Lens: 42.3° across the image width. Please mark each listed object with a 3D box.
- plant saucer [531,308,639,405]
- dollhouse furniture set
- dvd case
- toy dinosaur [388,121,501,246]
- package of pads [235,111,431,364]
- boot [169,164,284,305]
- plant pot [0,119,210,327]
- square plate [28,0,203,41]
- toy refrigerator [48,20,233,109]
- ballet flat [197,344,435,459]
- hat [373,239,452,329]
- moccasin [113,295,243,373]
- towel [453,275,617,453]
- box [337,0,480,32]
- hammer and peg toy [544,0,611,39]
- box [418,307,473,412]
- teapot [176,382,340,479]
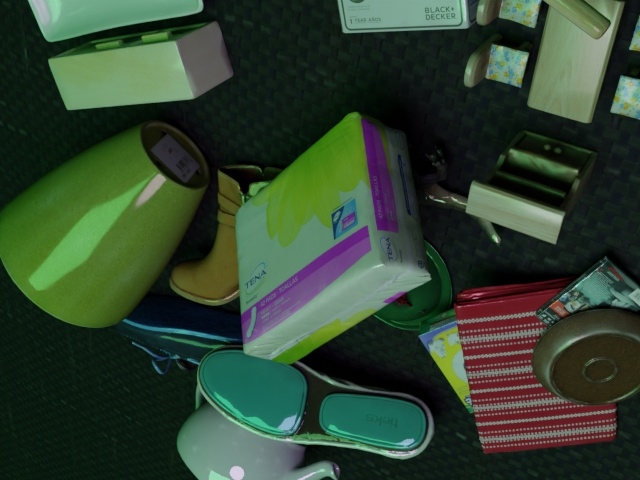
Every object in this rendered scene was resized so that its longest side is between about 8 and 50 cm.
[{"bbox_3d":[0.364,0.162,1.083,0.168,0.029,0.168,2,127,3],"label":"plant saucer"},{"bbox_3d":[0.258,-0.147,0.907,0.212,0.161,0.242,21,129,22],"label":"dollhouse furniture set"},{"bbox_3d":[0.350,0.084,1.062,0.087,0.013,0.119,37,118,-14],"label":"dvd case"},{"bbox_3d":[0.125,-0.084,1.116,0.268,0.064,0.118,19,135,21],"label":"toy dinosaur"},{"bbox_3d":[0.000,0.000,1.064,0.101,0.229,0.296,16,144,-34],"label":"package of pads"},{"bbox_3d":[-0.141,-0.009,1.310,0.283,0.109,0.220,4,122,31],"label":"boot"},{"bbox_3d":[-0.320,-0.051,1.334,0.293,0.275,0.275,-39,94,27],"label":"plant pot"},{"bbox_3d":[-0.337,-0.475,1.179,0.347,0.049,0.344,1,120,35],"label":"square plate"},{"bbox_3d":[-0.273,-0.264,1.240,0.269,0.102,0.094,3,120,34],"label":"toy refrigerator"},{"bbox_3d":[-0.007,0.273,1.366,0.400,0.139,0.139,12,126,14],"label":"ballet flat"},{"bbox_3d":[0.075,0.088,1.175,0.173,0.183,0.208,4,121,31],"label":"hat"},{"bbox_3d":[-0.239,0.189,1.490,0.342,0.138,0.116,12,117,29],"label":"moccasin"},{"bbox_3d":[0.301,0.176,1.143,0.199,0.031,0.275,-9,117,12],"label":"towel"},{"bbox_3d":[0.090,-0.386,0.916,0.169,0.087,0.290,6,122,32],"label":"box"},{"bbox_3d":[0.266,-0.371,0.747,0.266,0.127,0.361,48,124,-2],"label":"hammer and peg toy"},{"bbox_3d":[0.230,0.177,1.199,0.105,0.043,0.179,-27,111,24],"label":"box"},{"bbox_3d":[-0.118,0.352,1.471,0.256,0.187,0.252,39,178,-10],"label":"teapot"}]
